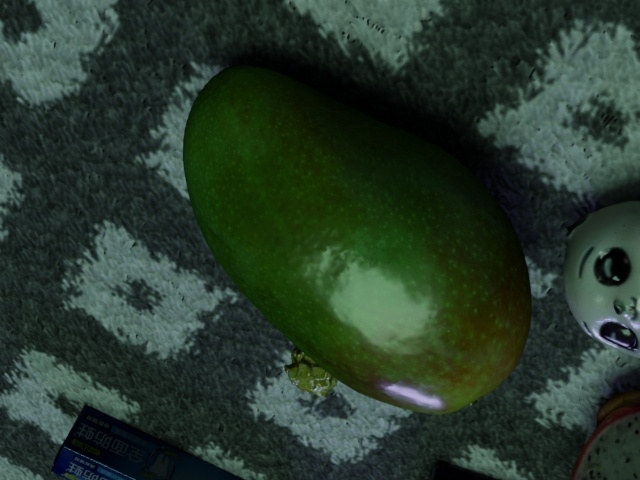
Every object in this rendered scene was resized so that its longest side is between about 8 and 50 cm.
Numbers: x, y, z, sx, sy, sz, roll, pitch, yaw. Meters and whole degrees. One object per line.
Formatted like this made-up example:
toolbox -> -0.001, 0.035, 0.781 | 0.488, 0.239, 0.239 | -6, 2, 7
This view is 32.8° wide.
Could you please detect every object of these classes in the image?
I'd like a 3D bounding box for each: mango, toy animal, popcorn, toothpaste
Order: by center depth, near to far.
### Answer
toy animal -> 0.308, 0.043, 0.970 | 0.179, 0.138, 0.166 | 0, 112, 11
mango -> 0.032, -0.006, 0.982 | 0.382, 0.201, 0.225 | 45, 123, -1
popcorn -> -0.003, 0.131, 1.194 | 0.059, 0.068, 0.083 | 31, 107, 16
toothpaste -> -0.179, 0.320, 1.389 | 0.320, 0.076, 0.066 | 25, 128, -5

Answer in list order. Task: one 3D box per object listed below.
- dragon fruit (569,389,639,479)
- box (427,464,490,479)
dragon fruit -> 0.391, 0.298, 1.084 | 0.189, 0.291, 0.290 | 8, 138, -30
box -> 0.181, 0.395, 1.342 | 0.168, 0.071, 0.259 | 18, 131, 2
